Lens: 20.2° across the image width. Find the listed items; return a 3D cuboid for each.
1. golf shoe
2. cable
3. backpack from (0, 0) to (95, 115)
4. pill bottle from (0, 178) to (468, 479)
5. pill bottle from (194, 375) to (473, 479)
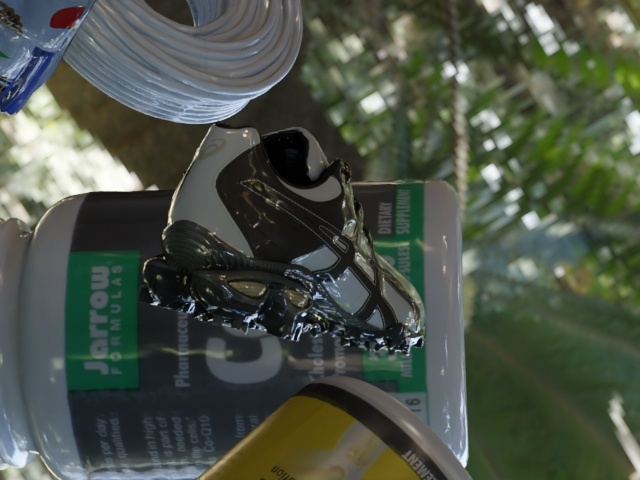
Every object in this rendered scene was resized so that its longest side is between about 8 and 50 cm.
[{"bbox_3d":[0.000,0.000,0.808,0.077,0.094,0.198,10,177,27],"label":"golf shoe"},{"bbox_3d":[-0.139,-0.220,1.572,0.257,0.257,0.089,3,150,-38],"label":"cable"},{"bbox_3d":[-0.200,-0.184,0.900,0.263,0.213,0.277,-28,-146,51],"label":"backpack"},{"bbox_3d":[-0.083,0.065,1.210,0.361,0.204,0.204,-3,-170,5],"label":"pill bottle"},{"bbox_3d":[-0.030,0.141,0.655,0.184,0.103,0.103,-40,-171,-25],"label":"pill bottle"}]
